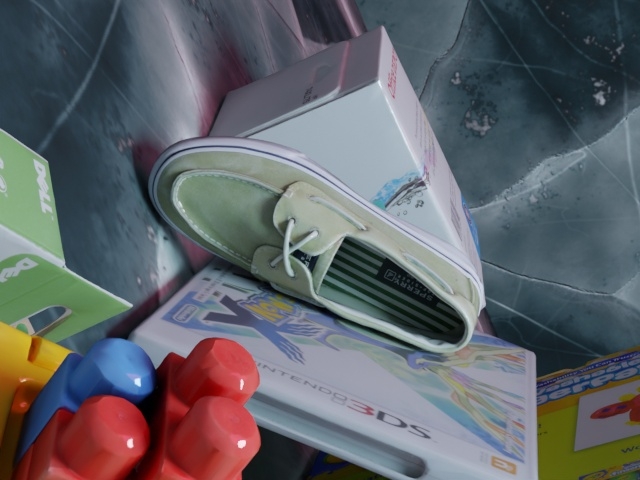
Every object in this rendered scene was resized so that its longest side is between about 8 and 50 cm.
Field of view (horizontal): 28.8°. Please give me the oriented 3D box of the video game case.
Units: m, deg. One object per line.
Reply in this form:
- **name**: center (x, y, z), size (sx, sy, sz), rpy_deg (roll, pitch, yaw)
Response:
- **video game case**: center (0.029, 0.095, 0.997), size (0.329, 0.300, 0.036), rpy_deg (-51, 162, -75)

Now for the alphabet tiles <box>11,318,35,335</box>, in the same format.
- **alphabet tiles**: center (-0.189, 0.089, 0.641), size (0.237, 0.009, 0.198), rpy_deg (-61, 128, -74)

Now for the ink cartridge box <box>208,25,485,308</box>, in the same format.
- **ink cartridge box**: center (0.032, -0.050, 1.321), size (0.198, 0.197, 0.270), rpy_deg (-81, 146, -65)

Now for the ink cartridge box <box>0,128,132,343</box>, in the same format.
- **ink cartridge box**: center (-0.188, -0.009, 0.551), size (0.209, 0.109, 0.062), rpy_deg (40, 29, -55)

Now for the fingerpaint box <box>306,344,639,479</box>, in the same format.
- **fingerpaint box**: center (0.202, 0.235, 0.999), size (0.371, 0.445, 0.163), rpy_deg (-54, 124, -75)

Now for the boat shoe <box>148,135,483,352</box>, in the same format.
- **boat shoe**: center (0.000, 0.000, 1.026), size (0.302, 0.109, 0.094), rpy_deg (22, 17, -4)

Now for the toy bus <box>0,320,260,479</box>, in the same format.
- **toy bus**: center (-0.096, 0.132, 0.419), size (0.149, 0.211, 0.220), rpy_deg (29, 32, -21)
